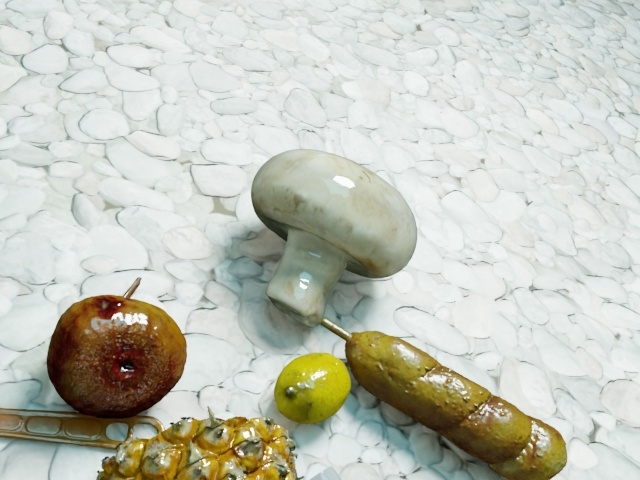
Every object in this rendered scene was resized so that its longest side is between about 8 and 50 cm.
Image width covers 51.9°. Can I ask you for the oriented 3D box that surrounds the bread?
[{"bbox_3d":[0.144,0.197,0.828,0.343,0.124,0.084,30,74,5],"label":"bread"}]

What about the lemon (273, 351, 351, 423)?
[{"bbox_3d":[-0.007,0.177,0.798,0.110,0.082,0.082,-15,55,-47],"label":"lemon"}]

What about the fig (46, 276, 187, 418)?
[{"bbox_3d":[-0.243,0.108,0.760,0.146,0.134,0.201,33,4,-33],"label":"fig"}]

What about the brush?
[{"bbox_3d":[-0.321,0.195,0.700,0.314,0.017,0.090,9,49,-15],"label":"brush"}]

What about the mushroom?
[{"bbox_3d":[0.000,0.000,0.901,0.243,0.244,0.244,12,46,-12],"label":"mushroom"}]

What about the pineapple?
[{"bbox_3d":[-0.110,0.230,0.668,0.232,0.135,0.080,-1,50,-25],"label":"pineapple"}]

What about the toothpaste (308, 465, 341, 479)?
[{"bbox_3d":[0.047,0.338,0.702,0.067,0.043,0.195,-18,64,-38],"label":"toothpaste"}]
